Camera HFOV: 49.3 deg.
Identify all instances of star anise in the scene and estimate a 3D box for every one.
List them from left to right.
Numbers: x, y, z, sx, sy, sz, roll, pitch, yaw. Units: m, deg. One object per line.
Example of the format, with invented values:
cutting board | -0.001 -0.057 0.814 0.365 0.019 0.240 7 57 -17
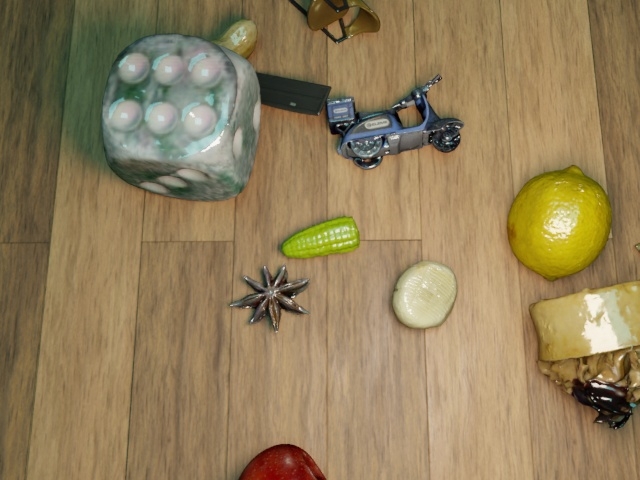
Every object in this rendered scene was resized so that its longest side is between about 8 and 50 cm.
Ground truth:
star anise | -0.119 0.150 1.790 0.205 0.061 0.180 -36 71 -10

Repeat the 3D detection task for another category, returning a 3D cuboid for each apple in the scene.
apple | -0.084 0.585 1.598 0.201 0.218 0.218 -41 78 -7

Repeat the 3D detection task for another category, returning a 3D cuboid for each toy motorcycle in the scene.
toy motorcycle | 0.201 -0.315 1.869 0.359 0.125 0.212 -8 71 3

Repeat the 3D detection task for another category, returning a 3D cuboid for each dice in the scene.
dice | -0.342 -0.301 1.773 0.328 0.348 0.330 7 74 6

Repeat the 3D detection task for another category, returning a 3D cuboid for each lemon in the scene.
lemon | 0.587 -0.043 1.719 0.267 0.267 0.267 -1 75 2

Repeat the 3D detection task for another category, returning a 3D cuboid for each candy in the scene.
candy | 0.000 0.000 1.812 0.210 0.097 0.096 -14 75 1

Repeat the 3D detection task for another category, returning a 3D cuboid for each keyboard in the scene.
keyboard | -0.060 -0.396 1.892 0.381 0.041 0.103 16 76 31

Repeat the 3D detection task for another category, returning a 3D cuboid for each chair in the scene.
chair | 0.035 -0.661 1.949 0.172 0.158 0.246 -26 75 -7

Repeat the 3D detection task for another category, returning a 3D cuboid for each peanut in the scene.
peanut | -0.264 -0.526 1.945 0.236 0.120 0.110 -46 39 -3

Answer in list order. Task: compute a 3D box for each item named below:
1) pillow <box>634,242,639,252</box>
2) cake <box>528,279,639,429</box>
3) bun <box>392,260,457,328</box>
pillow | 0.910 0.071 1.785 0.113 0.038 0.203 -29 75 -2
cake | 0.666 0.266 1.604 0.332 0.332 0.321 -12 81 -1
bun | 0.262 0.138 1.762 0.164 0.111 0.188 29 75 -8
